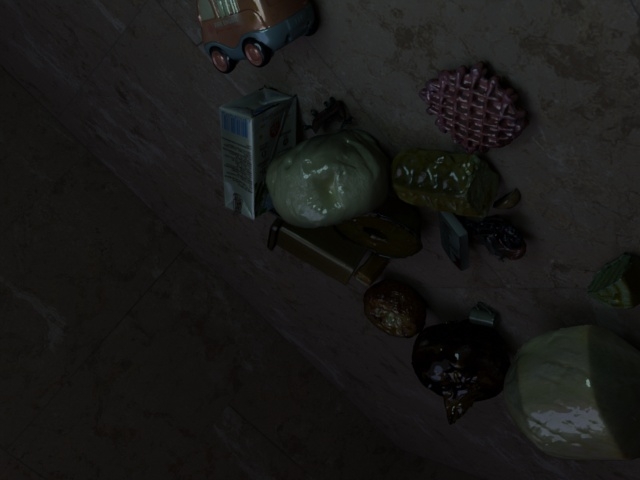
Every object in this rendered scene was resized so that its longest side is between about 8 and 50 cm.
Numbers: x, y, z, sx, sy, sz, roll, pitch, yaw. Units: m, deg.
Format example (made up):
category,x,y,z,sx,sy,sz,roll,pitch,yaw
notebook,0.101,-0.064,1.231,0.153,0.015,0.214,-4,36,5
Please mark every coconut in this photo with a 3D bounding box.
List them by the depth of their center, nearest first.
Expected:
category,x,y,z,sx,sy,sz,roll,pitch,yaw
coconut,0.718,0.405,1.668,0.415,0.345,0.415,-5,162,-2

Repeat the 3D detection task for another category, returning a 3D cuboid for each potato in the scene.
category,x,y,z,sx,sy,sz,roll,pitch,yaw
potato,0.454,-0.089,1.516,0.036,0.037,0.093,35,156,-5

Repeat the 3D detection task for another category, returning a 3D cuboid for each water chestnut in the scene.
category,x,y,z,sx,sy,sz,roll,pitch,yaw
water chestnut,0.460,0.436,2.090,0.335,0.347,0.335,17,150,10

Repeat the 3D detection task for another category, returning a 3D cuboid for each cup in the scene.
category,x,y,z,sx,sy,sz,roll,pitch,yaw
cup,0.526,0.236,2.000,0.083,0.075,0.054,11,-178,40

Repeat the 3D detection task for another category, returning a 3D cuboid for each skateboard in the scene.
category,x,y,z,sx,sy,sz,roll,pitch,yaw
skateboard,0.023,-0.324,1.670,0.080,0.067,0.151,36,154,-20

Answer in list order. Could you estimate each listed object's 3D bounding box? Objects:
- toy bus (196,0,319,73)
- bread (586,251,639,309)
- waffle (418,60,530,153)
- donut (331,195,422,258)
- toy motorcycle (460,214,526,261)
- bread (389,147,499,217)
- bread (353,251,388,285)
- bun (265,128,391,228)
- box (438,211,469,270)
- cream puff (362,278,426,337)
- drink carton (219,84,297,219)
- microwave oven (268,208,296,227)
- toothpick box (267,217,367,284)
category,x,y,z,sx,sy,sz,roll,pitch,yaw
toy bus,-0.163,-0.523,1.414,0.287,0.194,0.232,11,137,46
bread,0.701,0.106,1.439,0.110,0.103,0.156,40,163,7
waffle,0.326,-0.277,1.330,0.221,0.055,0.234,46,154,-19
donut,0.171,-0.053,1.823,0.272,0.107,0.272,14,156,6
toy motorcycle,0.450,-0.004,1.620,0.118,0.084,0.212,45,166,-24
bread,0.286,-0.147,1.529,0.267,0.130,0.152,16,115,44
bread,0.174,0.096,2.125,0.074,0.132,0.053,29,143,19
bun,0.019,-0.180,1.649,0.359,0.359,0.211,6,119,50
box,0.365,-0.006,1.720,0.115,0.035,0.177,60,174,36
cream puff,0.268,0.238,2.214,0.240,0.164,0.240,19,140,17
drink carton,-0.174,-0.251,1.777,0.132,0.194,0.325,25,131,30
microwave oven,-0.123,-0.167,2.018,0.205,0.163,0.129,28,155,18
toothpick box,0.000,0.000,2.139,0.308,0.190,0.187,31,154,5
